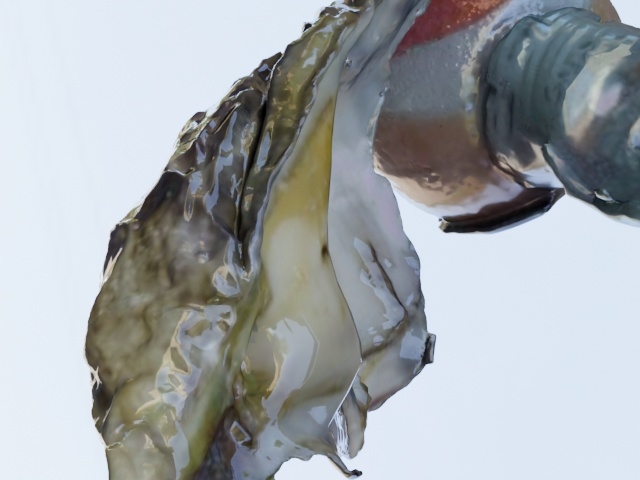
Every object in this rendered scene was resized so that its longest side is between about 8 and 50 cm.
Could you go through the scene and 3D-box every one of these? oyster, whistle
[{"bbox_3d":[-0.010,0.000,0.788,0.100,0.271,0.275,-4,-104,25],"label":"oyster"},{"bbox_3d":[0.128,-0.090,1.106,0.348,0.189,0.189,27,-63,57],"label":"whistle"}]
